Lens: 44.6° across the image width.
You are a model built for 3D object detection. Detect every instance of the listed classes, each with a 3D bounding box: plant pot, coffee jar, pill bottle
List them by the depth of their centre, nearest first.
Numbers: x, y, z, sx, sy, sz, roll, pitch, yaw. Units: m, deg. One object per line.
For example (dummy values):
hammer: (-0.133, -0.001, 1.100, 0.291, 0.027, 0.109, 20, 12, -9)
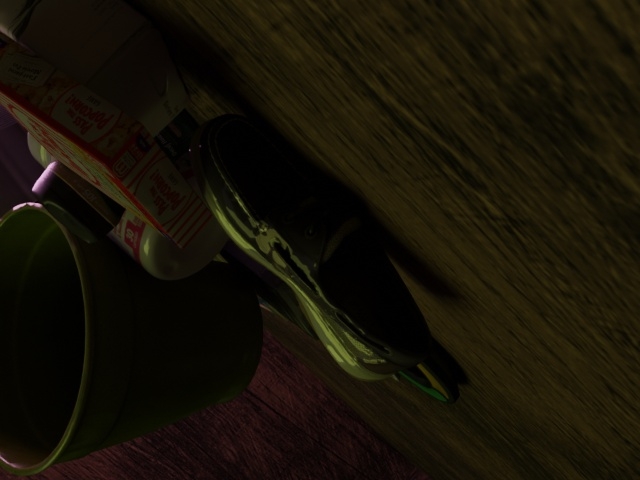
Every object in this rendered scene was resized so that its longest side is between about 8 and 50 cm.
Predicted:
coffee jar: (-0.231, -0.089, 0.883, 0.079, 0.184, 0.096, 30, 165, 47)
pill bottle: (-0.256, -0.086, 1.048, 0.283, 0.160, 0.160, 36, 168, 25)
plant pot: (-0.287, 0.143, 1.184, 0.353, 0.367, 0.366, 5, -160, -45)

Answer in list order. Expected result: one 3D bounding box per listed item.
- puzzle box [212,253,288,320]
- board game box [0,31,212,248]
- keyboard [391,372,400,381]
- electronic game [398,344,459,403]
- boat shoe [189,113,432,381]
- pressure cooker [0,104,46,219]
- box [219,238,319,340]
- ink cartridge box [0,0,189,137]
puzzle box: (-0.201, 0.040, 1.659, 0.272, 0.052, 0.409, 45, 169, -14)
board game box: (-0.196, -0.085, 0.668, 0.193, 0.045, 0.147, 33, 166, 27)
keyboard: (0.066, 0.201, 1.453, 0.072, 0.014, 0.256, 46, 168, -23)
electronic game: (0.086, 0.131, 1.010, 0.229, 0.048, 0.229, 39, 169, 9)
boat shoe: (0.000, 0.000, 0.684, 0.285, 0.103, 0.092, 55, 143, -6)
pressure cooker: (-0.489, -0.024, 1.421, 0.420, 0.370, 0.375, 46, -160, 24)
box: (-0.083, 0.059, 1.301, 0.183, 0.056, 0.231, 34, 167, 30)
ink cartridge box: (-0.249, -0.198, 0.755, 0.219, 0.093, 0.160, 38, 169, 14)
